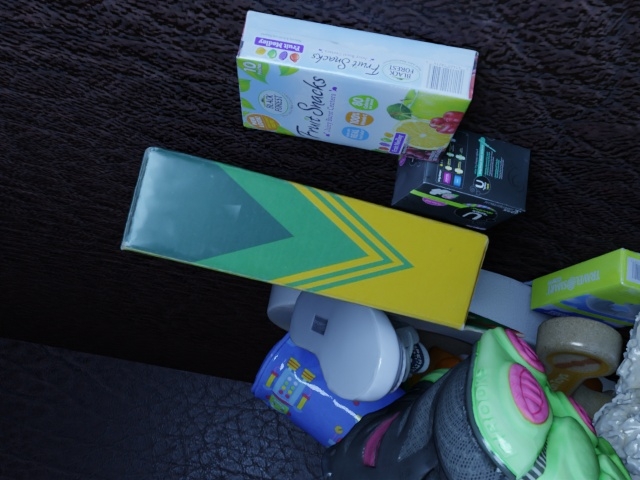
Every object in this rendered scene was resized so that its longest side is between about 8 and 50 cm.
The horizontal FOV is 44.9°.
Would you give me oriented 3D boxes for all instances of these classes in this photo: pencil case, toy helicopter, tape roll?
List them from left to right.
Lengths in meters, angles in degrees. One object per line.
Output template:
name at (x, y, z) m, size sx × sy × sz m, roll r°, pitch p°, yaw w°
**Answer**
pencil case at (0.064, 0.225, 1.001) m, size 0.306 × 0.133 × 0.119 m, roll 32°, pitch 142°, yaw 8°
tape roll at (0.121, 0.105, 1.053) m, size 0.392 × 0.072 × 0.392 m, roll 10°, pitch 164°, yaw 3°
toy helicopter at (0.240, 0.163, 0.899) m, size 0.235 × 0.140 × 0.355 m, roll 16°, pitch 153°, yaw 8°

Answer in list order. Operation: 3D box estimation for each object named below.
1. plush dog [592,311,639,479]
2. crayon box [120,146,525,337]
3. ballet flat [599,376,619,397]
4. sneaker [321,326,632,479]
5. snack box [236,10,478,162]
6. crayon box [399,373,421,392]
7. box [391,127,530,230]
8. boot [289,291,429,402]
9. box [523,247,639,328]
plush dog at (0.351, 0.075, 0.596) m, size 0.263 × 0.210 × 0.225 m, roll -2°, pitch 164°, yaw -15°
crayon box at (0.000, 0.000, 0.666) m, size 0.319 × 0.081 × 0.202 m, roll 15°, pitch -179°, yaw -13°
ballet flat at (0.518, 0.285, 1.380) m, size 0.281 × 0.095 × 0.096 m, roll 14°, pitch 151°, yaw -11°
sneaker at (0.110, 0.206, 0.643) m, size 0.185 × 0.202 × 0.483 m, roll 52°, pitch 170°, yaw 13°
snack box at (0.020, -0.096, 0.502) m, size 0.141 × 0.037 × 0.100 m, roll 11°, pitch 163°, yaw 0°
crayon box at (0.261, 0.256, 1.302) m, size 0.279 × 0.165 × 0.081 m, roll -6°, pitch 157°, yaw 43°
box at (0.105, -0.047, 0.586) m, size 0.083 × 0.052 × 0.062 m, roll 13°, pitch 163°, yaw -14°
boot at (0.060, 0.104, 0.776) m, size 0.123 × 0.095 × 0.258 m, roll 17°, pitch -176°, yaw -17°
box at (0.308, 0.058, 0.829) m, size 0.109 × 0.042 × 0.178 m, roll 15°, pitch 162°, yaw -14°
